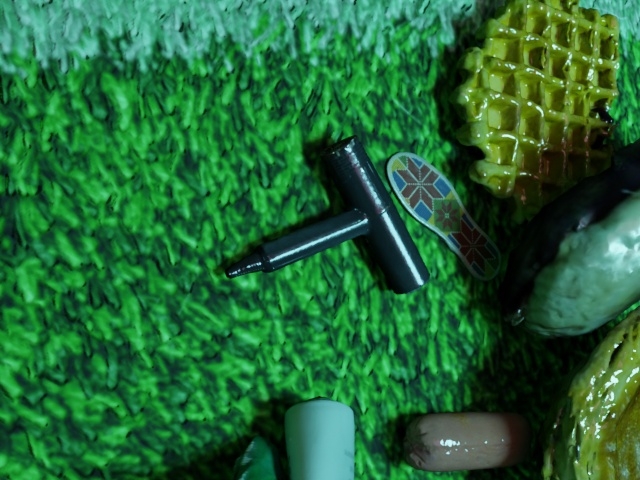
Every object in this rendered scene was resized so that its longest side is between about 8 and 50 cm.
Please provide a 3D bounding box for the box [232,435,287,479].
[{"bbox_3d":[-0.059,0.373,0.717,0.106,0.264,0.336,-16,96,12],"label":"box"}]

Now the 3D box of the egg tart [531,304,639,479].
[{"bbox_3d":[0.360,0.238,0.975,0.352,0.150,0.351,-2,95,-33],"label":"egg tart"}]

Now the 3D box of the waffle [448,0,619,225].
[{"bbox_3d":[0.271,-0.153,1.013,0.309,0.065,0.283,-43,108,-23],"label":"waffle"}]

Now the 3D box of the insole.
[{"bbox_3d":[0.142,-0.026,0.960,0.193,0.006,0.065,47,66,-18],"label":"insole"}]

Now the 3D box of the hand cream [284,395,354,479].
[{"bbox_3d":[0.002,0.298,0.761,0.109,0.067,0.320,55,29,-58],"label":"hand cream"}]

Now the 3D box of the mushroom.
[{"bbox_3d":[0.361,0.004,0.970,0.344,0.130,0.247,-19,135,-34],"label":"mushroom"}]

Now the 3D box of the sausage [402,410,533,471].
[{"bbox_3d":[0.158,0.215,0.918,0.154,0.062,0.062,5,84,-29],"label":"sausage"}]

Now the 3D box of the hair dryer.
[{"bbox_3d":[0.003,0.015,0.859,0.195,0.050,0.173,-36,103,-23],"label":"hair dryer"}]
